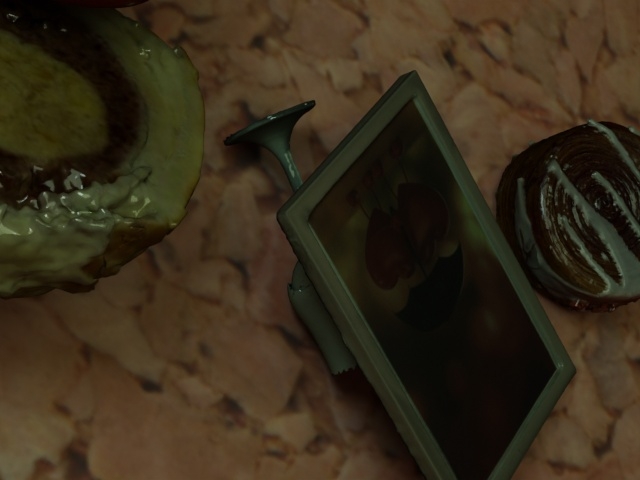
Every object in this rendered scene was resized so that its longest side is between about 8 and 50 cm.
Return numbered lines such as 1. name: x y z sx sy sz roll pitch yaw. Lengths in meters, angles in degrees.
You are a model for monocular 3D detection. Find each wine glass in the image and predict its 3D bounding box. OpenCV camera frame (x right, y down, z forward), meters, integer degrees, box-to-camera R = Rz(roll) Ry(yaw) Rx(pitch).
1. wine glass: 0.000 0.000 1.252 0.079 0.079 0.195 -24 90 -31

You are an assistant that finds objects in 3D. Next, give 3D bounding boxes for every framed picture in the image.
1. framed picture: 0.087 0.046 1.257 0.211 0.020 0.289 -49 116 -45

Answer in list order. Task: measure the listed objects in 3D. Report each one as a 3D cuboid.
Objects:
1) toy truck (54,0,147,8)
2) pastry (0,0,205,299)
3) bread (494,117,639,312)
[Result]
1. toy truck: -0.156 -0.259 1.134 0.189 0.239 0.264 16 69 -7
2. pastry: -0.210 -0.062 1.095 0.237 0.170 0.256 18 35 -24
3. bread: 0.226 -0.019 1.385 0.160 0.073 0.160 8 74 -28
